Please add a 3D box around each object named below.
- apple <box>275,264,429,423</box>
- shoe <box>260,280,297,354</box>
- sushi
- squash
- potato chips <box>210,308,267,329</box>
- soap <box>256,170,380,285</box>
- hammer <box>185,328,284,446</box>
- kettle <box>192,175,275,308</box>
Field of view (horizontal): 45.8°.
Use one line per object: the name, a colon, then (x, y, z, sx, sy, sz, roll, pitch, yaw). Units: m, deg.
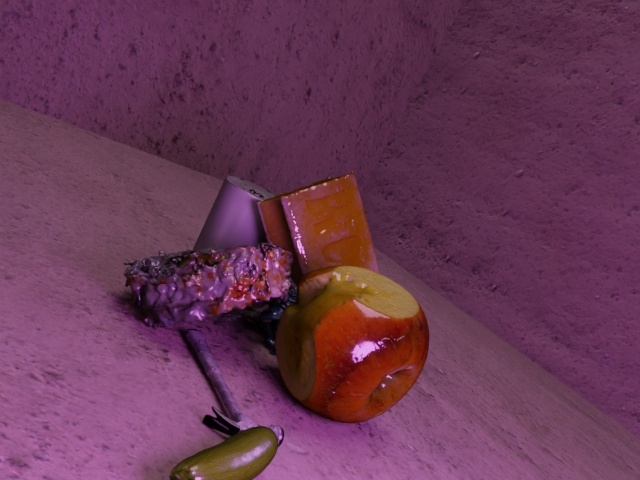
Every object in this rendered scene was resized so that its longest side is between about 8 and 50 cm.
apple: (0.057, 0.222, 1.746, 0.374, 0.374, 0.384, 34, -6, 32)
shoe: (-0.105, 0.195, 1.989, 0.092, 0.207, 0.106, -13, -14, 37)
sushi: (-0.258, 0.102, 1.803, 0.418, 0.175, 0.417, -5, 2, 0)
squash: (-0.150, 0.368, 1.245, 0.082, 0.082, 0.292, 31, 12, 20)
potato chips: (-0.227, 0.190, 2.040, 0.167, 0.059, 0.228, 24, 4, 44)
soap: (0.000, 0.000, 2.111, 0.156, 0.334, 0.293, -9, 7, 45)
hammer: (-0.210, 0.296, 1.594, 0.152, 0.044, 0.427, 22, 10, -28)
kettle: (-0.226, 0.005, 2.218, 0.265, 0.317, 0.205, 26, 9, -17)
